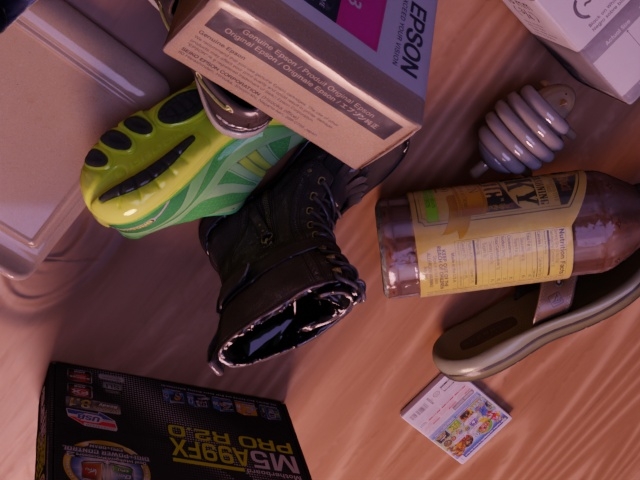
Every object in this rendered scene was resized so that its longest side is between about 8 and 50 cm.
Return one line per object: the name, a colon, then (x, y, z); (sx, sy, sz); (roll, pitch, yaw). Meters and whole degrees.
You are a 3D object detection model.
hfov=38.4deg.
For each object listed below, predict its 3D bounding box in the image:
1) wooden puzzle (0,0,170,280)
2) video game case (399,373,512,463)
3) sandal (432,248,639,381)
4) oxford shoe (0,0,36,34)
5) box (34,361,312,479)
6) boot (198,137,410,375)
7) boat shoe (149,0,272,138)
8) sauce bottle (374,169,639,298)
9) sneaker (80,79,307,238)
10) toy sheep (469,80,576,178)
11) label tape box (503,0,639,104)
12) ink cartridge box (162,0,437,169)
wooden puzzle: (-0.289, -0.110, 0.820); (0.221, 0.044, 0.239); (35, 97, -26)
video game case: (0.165, 0.213, 1.116); (0.087, 0.011, 0.122); (-45, 118, 8)
sandal: (0.250, 0.049, 1.006); (0.302, 0.120, 0.086); (-31, 105, 1)
oxford shoe: (-0.302, -0.216, 0.678); (0.396, 0.140, 0.147); (-13, 100, -1)
box: (-0.144, 0.224, 0.918); (0.270, 0.216, 0.060); (14, 110, -20)
boot: (0.000, 0.000, 0.842); (0.263, 0.229, 0.091); (-35, 119, 3)
boat shoe: (-0.095, -0.198, 0.761); (0.081, 0.068, 0.228); (-26, 89, -13)
sauce bottle: (0.228, -0.013, 0.932); (0.344, 0.111, 0.111); (-8, 117, 1)
sneaker: (-0.083, -0.099, 0.857); (0.295, 0.109, 0.123); (-29, 162, -13)
toy sheep: (0.205, -0.108, 0.932); (0.091, 0.091, 0.132); (35, 107, -27)
label tape box: (0.244, -0.321, 0.827); (0.333, 0.106, 0.241); (37, 100, -27)
ink cartridge box: (-0.001, -0.207, 0.740); (0.193, 0.235, 0.088); (27, 145, -27)
